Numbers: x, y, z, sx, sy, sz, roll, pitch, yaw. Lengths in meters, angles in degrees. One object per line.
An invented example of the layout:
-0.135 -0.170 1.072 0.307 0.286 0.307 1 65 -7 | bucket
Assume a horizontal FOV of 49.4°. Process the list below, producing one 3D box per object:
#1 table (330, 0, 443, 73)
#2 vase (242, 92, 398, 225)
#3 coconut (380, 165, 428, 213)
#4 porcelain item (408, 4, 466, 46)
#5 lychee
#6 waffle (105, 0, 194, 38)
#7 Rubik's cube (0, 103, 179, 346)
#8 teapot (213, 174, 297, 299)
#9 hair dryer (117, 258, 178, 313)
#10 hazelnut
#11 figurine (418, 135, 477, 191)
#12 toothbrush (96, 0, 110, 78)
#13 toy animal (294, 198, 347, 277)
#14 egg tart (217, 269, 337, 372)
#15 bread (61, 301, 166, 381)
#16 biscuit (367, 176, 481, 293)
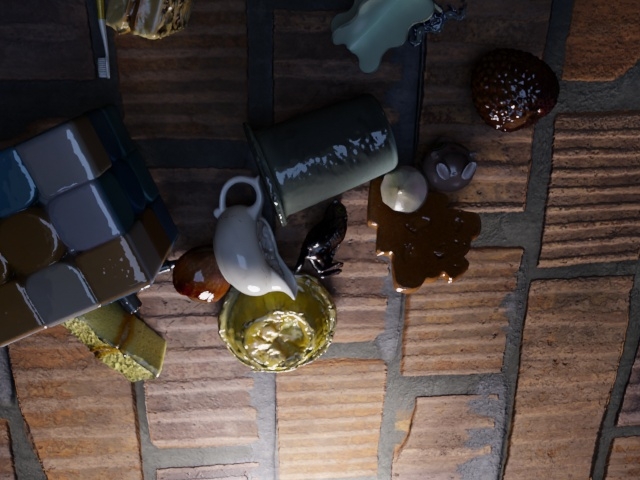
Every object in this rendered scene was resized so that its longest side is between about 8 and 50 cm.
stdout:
0.122 -0.459 1.431 0.166 0.167 0.198 40 112 -20 | table
0.004 -0.191 1.497 0.291 0.245 0.245 -22 115 -2 | vase
0.186 -0.111 1.547 0.110 0.124 0.110 2 94 20 | coconut
0.240 -0.483 1.499 0.136 0.021 0.075 -29 110 7 | porcelain item
0.412 -0.331 1.511 0.188 0.188 0.188 -2 115 -5 | lychee
-0.275 -0.569 1.278 0.113 0.261 0.377 18 112 -5 | waffle
-0.533 -0.046 1.418 0.346 0.347 0.345 -21 107 5 | Rubik's cube
-0.157 0.001 1.573 0.165 0.208 0.300 -4 108 21 | teapot
-0.431 0.063 1.669 0.194 0.050 0.173 -30 115 3 | hair dryer
-0.270 0.074 1.628 0.143 0.154 0.143 0 89 17 | hazelnut
0.292 -0.173 1.584 0.125 0.138 0.125 -1 110 -3 | figurine
-0.453 -0.478 1.428 0.024 0.021 0.288 -3 115 -15 | toothbrush
0.003 -0.008 1.625 0.116 0.218 0.180 4 72 6 | toy animal
-0.104 0.216 1.730 0.314 0.120 0.315 -3 115 -6 | egg tart
-0.504 0.236 1.709 0.266 0.178 0.142 41 73 -24 | bread
0.221 -0.031 1.616 0.283 0.043 0.306 -36 76 -20 | biscuit
